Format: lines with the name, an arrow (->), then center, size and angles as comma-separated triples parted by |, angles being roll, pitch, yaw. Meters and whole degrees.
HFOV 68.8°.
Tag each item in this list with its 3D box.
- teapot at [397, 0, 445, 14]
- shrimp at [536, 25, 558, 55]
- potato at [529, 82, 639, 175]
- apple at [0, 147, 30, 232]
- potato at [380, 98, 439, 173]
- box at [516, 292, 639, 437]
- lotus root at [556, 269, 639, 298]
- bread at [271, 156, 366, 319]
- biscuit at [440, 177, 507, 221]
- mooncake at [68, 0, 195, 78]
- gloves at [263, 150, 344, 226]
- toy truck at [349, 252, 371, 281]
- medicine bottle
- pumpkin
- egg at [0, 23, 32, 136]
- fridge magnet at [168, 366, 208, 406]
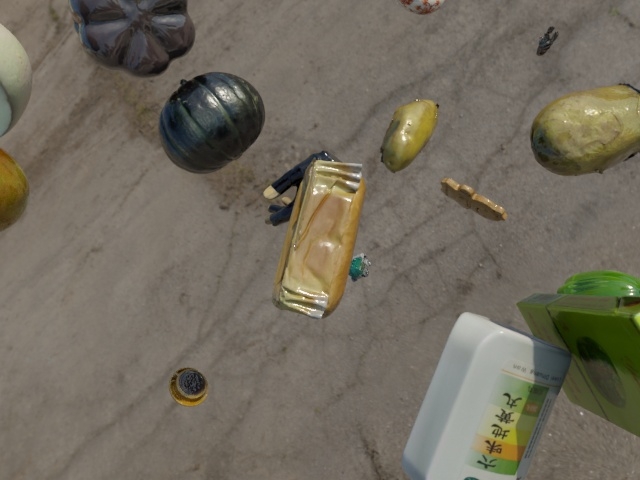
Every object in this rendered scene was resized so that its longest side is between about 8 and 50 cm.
teapot -> 0.234, -0.636, 1.157 | 0.245, 0.159, 0.116 | -33, 17, -30
shrimp -> 0.550, -0.488, 1.135 | 0.029, 0.092, 0.038 | -10, 78, -6
potato -> 0.645, -0.263, 1.159 | 0.266, 0.229, 0.229 | -14, 56, -5
apple -> -0.357, -0.057, 0.470 | 0.099, 0.114, 0.102 | -28, 16, -9
potato -> 0.292, -0.357, 1.529 | 0.140, 0.173, 0.300 | 23, 60, 22
box -> 0.379, 0.162, 0.618 | 0.047, 0.335, 0.187 | -27, 84, 1
lotus root -> 0.643, 0.133, 1.009 | 0.186, 0.186, 0.186 | -15, 60, 27
bread -> 0.000, 0.000, 0.735 | 0.107, 0.136, 0.241 | 14, 81, -7
biscuit -> 0.387, -0.100, 1.202 | 0.184, 0.133, 0.027 | 35, 86, 8
mooncake -> -0.385, -0.455, 0.963 | 0.245, 0.245, 0.133 | -51, 35, 2
gloves -> -0.051, -0.139, 1.372 | 0.301, 0.197, 0.152 | -29, 52, 28
toy truck -> 0.089, 0.061, 1.086 | 0.039, 0.044, 0.083 | -24, 17, 24
medicine bottle -> 0.222, 0.279, 0.665 | 0.324, 0.179, 0.124 | -68, 25, 2
pumpkin -> -0.243, -0.268, 1.036 | 0.250, 0.250, 0.216 | -37, 87, 13
egg -> -0.609, -0.296, 0.803 | 0.271, 0.206, 0.161 | -17, 47, 27
fridge magnet -> -0.454, 0.504, 1.619 | 0.063, 0.143, 0.143 | -51, 45, 35
